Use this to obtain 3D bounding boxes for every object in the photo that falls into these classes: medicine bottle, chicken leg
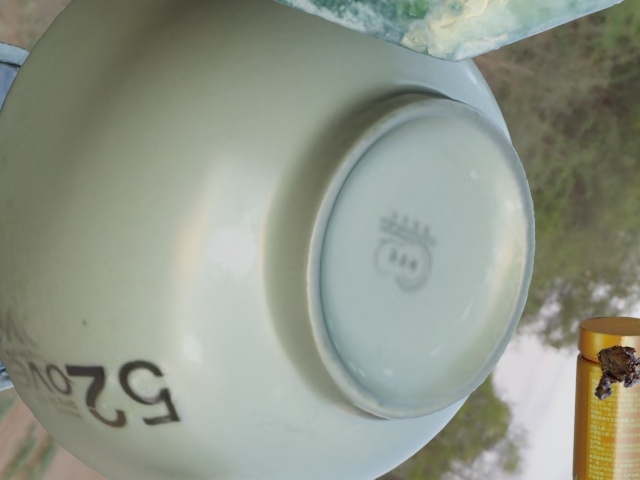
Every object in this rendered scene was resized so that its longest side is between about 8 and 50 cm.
[{"bbox_3d":[0.334,0.188,1.384,0.096,0.096,0.192,-41,132,-77],"label":"medicine bottle"},{"bbox_3d":[0.231,0.100,0.960,0.021,0.036,0.083,-17,165,-18],"label":"chicken leg"}]

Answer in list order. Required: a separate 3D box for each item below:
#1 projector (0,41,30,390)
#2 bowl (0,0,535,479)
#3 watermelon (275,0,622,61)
[{"bbox_3d":[-0.341,-0.007,0.892,0.248,0.249,0.249,-12,95,-76],"label":"projector"},{"bbox_3d":[0.000,0.000,0.718,0.185,0.354,0.354,11,-112,49],"label":"bowl"},{"bbox_3d":[0.109,-0.194,0.558,0.258,0.387,0.228,150,-74,-78],"label":"watermelon"}]
